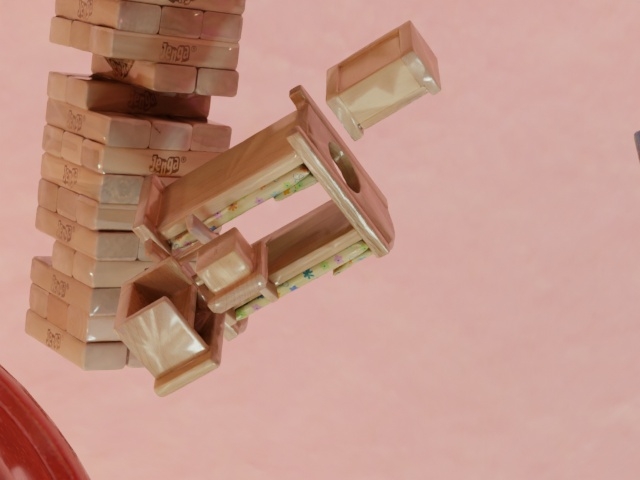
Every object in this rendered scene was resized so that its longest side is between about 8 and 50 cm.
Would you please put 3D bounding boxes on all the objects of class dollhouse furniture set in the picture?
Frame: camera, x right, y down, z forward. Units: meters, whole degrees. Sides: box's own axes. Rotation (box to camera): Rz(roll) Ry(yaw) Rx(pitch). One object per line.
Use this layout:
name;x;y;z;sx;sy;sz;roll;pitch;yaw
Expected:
dollhouse furniture set;0.000;0.000;0.835;0.182;0.161;0.101;-29;117;18

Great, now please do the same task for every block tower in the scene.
block tower;-0.111;-0.096;0.972;0.091;0.097;0.335;1;102;-36

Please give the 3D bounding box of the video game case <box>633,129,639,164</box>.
video game case;0.390;-0.027;1.142;0.269;0.244;0.061;-17;51;17

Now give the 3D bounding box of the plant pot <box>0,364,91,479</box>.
plant pot;-0.181;0.096;0.304;0.272;0.265;0.272;0;73;0
